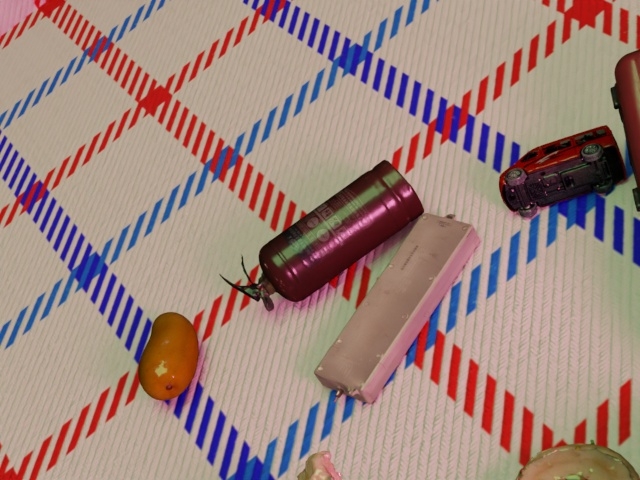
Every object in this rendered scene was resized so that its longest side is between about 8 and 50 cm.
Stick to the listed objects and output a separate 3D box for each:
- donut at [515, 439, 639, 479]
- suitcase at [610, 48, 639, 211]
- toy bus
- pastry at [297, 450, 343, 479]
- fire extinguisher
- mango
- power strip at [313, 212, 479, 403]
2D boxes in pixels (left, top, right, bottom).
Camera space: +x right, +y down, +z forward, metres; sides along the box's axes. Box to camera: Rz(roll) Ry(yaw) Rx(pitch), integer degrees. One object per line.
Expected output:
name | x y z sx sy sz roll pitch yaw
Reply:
donut | 0.322 0.332 1.422 0.175 0.068 0.174 -14 41 12
suitcase | 0.555 -0.147 1.619 0.236 0.161 0.297 -16 61 22
toy bus | 0.378 -0.111 1.801 0.195 0.081 0.089 -19 34 15
pastry | -0.038 0.382 1.510 0.258 0.089 0.121 -47 33 33
fire extinguisher | 0.000 0.000 1.889 0.337 0.114 0.135 -36 58 -4
mango | -0.250 0.189 1.892 0.102 0.084 0.184 -22 33 17
power strip | 0.118 0.105 1.778 0.106 0.043 0.367 17 61 40
